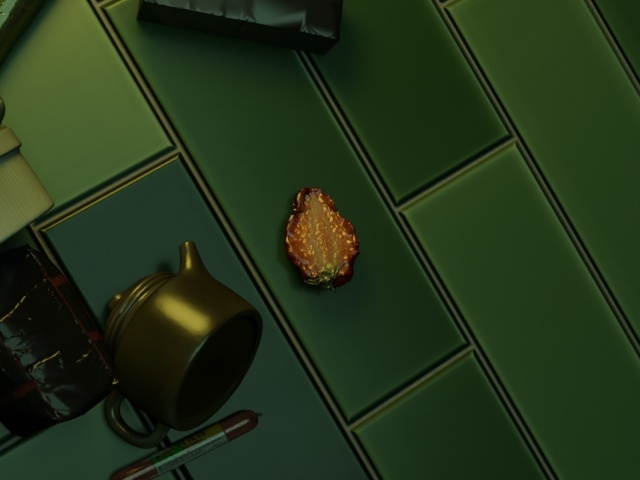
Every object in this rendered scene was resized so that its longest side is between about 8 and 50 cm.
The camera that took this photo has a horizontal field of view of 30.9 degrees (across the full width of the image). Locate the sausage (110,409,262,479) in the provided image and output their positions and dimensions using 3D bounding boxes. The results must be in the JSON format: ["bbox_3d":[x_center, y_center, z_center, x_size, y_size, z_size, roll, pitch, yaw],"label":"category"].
[{"bbox_3d":[-0.174,0.273,1.504,0.223,0.029,0.029,-24,90,-17],"label":"sausage"}]

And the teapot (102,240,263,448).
[{"bbox_3d":[-0.197,0.131,1.453,0.175,0.185,0.267,31,100,23],"label":"teapot"}]

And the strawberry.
[{"bbox_3d":[0.000,0.001,1.581,0.104,0.048,0.152,-5,70,-9],"label":"strawberry"}]

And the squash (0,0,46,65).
[{"bbox_3d":[-0.396,-0.307,1.501,0.066,0.066,0.229,32,77,-9],"label":"squash"}]

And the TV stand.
[{"bbox_3d":[-0.108,-0.325,1.574,0.269,0.083,0.088,7,82,-14],"label":"TV stand"}]

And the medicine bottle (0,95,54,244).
[{"bbox_3d":[-0.482,-0.110,1.357,0.245,0.245,0.306,-38,101,-17],"label":"medicine bottle"}]

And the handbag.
[{"bbox_3d":[-0.359,0.128,1.400,0.155,0.169,0.215,-33,91,-31],"label":"handbag"}]
